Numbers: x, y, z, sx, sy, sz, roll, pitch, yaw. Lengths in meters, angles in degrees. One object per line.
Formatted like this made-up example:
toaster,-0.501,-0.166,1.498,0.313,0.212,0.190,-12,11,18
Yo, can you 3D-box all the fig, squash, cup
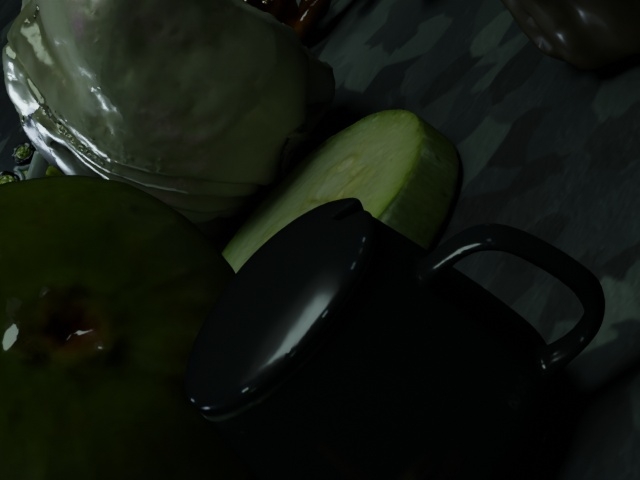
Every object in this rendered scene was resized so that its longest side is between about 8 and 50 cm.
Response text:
fig,-0.188,0.120,1.281,0.316,0.316,0.316,-41,22,21
squash,0.000,0.000,1.417,0.252,0.049,0.252,-42,20,20
cup,0.044,0.063,1.039,0.223,0.176,0.169,-40,19,26

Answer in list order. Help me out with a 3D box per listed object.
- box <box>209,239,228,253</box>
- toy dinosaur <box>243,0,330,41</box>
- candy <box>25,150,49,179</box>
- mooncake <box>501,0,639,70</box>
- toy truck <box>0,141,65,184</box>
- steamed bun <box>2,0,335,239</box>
box,-0.087,0.029,1.580,0.053,0.024,0.083,-53,19,-10
toy dinosaur,-0.039,-0.236,1.850,0.432,0.097,0.208,-56,7,-29
candy,-0.297,0.097,1.633,0.124,0.124,0.365,16,87,68
mooncake,0.216,-0.286,1.283,0.324,0.187,0.324,-43,22,22
toy truck,-0.316,-0.062,2.152,0.077,0.076,0.111,24,70,25
steamed bun,-0.132,-0.110,1.582,0.275,0.320,0.206,21,88,33
